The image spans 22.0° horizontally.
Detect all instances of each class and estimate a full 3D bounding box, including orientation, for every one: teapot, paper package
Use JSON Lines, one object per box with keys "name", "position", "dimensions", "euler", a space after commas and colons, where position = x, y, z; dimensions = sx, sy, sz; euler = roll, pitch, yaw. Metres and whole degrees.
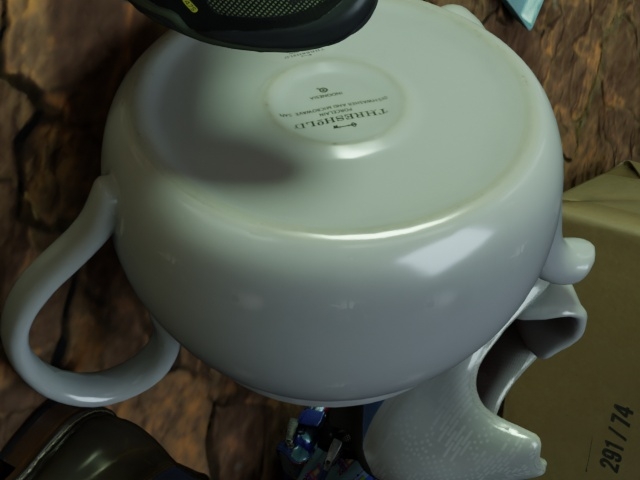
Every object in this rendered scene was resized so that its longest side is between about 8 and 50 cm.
{"name": "teapot", "position": [0.000, 0.000, 0.871], "dimensions": [0.252, 0.256, 0.187], "euler": [-57, 159, -44]}
{"name": "paper package", "position": [0.315, 0.130, 1.336], "dimensions": [0.168, 0.309, 0.325], "euler": [-22, 122, -51]}

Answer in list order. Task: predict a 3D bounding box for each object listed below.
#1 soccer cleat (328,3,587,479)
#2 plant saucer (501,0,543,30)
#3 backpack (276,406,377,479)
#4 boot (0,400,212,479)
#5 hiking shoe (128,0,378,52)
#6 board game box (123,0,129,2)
{"name": "soccer cleat", "position": [0.104, 0.002, 1.039], "dimensions": [0.116, 0.143, 0.331], "euler": [52, 43, -59]}
{"name": "plant saucer", "position": [0.172, -0.252, 1.199], "dimensions": [0.067, 0.018, 0.192], "euler": [38, 74, -57]}
{"name": "backpack", "position": [0.031, 0.182, 1.104], "dimensions": [0.173, 0.116, 0.158], "euler": [-58, 146, -23]}
{"name": "boot", "position": [-0.146, 0.183, 0.840], "dimensions": [0.219, 0.106, 0.082], "euler": [-58, 146, -22]}
{"name": "hiking shoe", "position": [-0.070, -0.148, 0.684], "dimensions": [0.226, 0.114, 0.086], "euler": [27, 85, -13]}
{"name": "board game box", "position": [-0.058, -0.186, 0.793], "dimensions": [0.026, 0.103, 0.154], "euler": [28, 82, -58]}
